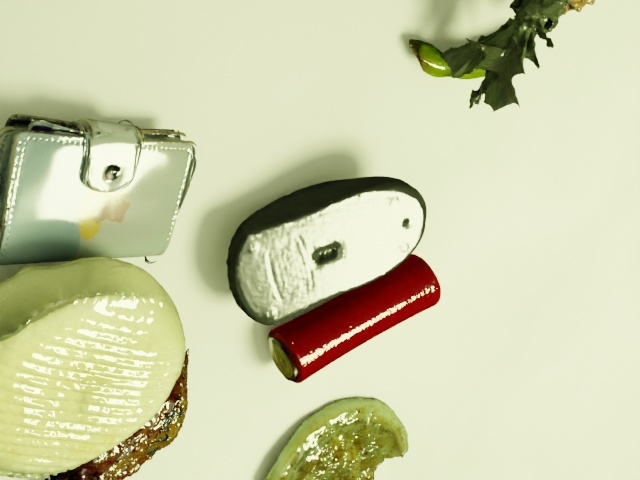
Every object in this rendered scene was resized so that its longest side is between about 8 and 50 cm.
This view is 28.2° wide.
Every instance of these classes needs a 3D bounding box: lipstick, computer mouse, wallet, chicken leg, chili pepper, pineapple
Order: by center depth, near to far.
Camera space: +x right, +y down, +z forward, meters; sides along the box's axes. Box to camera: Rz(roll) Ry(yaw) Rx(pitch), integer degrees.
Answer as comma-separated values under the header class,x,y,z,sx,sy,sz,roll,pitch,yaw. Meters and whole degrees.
class,x,y,z,sx,sy,sz,roll,pitch,yaw
wallet,-0.250,-0.054,1.362,0.231,0.069,0.170,-1,116,-44
chicken leg,-0.234,0.229,1.515,0.234,0.063,0.105,-34,133,-23
computer mouse,0.000,0.000,1.566,0.269,0.086,0.138,-23,115,-18
pineapple,0.263,-0.287,1.588,0.277,0.130,0.119,-52,143,-25
chili pepper,0.194,-0.234,1.628,0.201,0.052,0.050,-11,137,-33
lipstick,0.046,0.099,1.655,0.241,0.080,0.080,-27,125,-25

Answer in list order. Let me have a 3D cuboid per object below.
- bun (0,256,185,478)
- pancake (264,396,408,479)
class,x,y,z,sx,sy,sz,roll,pitch,yaw
bun,-0.288,0.122,1.367,0.287,0.146,0.287,-20,136,-21
pancake,0.020,0.333,1.776,0.253,0.037,0.254,-18,122,-31
